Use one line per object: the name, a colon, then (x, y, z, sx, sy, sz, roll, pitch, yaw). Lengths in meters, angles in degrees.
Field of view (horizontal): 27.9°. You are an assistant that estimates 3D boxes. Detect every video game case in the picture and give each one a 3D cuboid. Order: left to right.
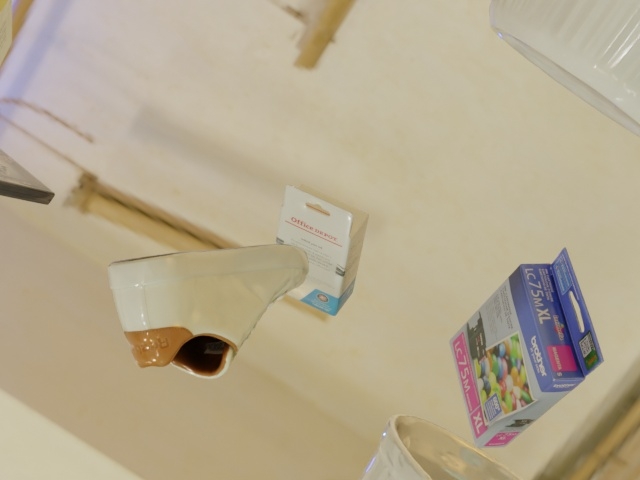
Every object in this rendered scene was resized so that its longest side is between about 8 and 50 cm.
video game case: (-0.513, -0.144, 1.773, 0.026, 0.274, 0.196, -56, -19, 7)

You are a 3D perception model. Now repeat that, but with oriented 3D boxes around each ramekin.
ramekin: (0.145, 0.308, 1.281, 0.135, 0.277, 0.277, -55, 3, 8)
ramekin: (0.286, -0.200, 1.255, 0.127, 0.273, 0.273, -54, 3, 8)

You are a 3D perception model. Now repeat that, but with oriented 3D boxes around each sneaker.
sneaker: (-0.102, 0.069, 1.258, 0.106, 0.123, 0.290, -10, -1, 31)

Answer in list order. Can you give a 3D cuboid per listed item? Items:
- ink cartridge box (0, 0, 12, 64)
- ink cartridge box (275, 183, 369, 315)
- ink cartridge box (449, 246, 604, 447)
ink cartridge box: (-0.414, -0.232, 1.268, 0.232, 0.171, 0.168, 110, 179, -59)
ink cartridge box: (0.000, 0.000, 1.692, 0.060, 0.104, 0.180, -48, -23, -45)
ink cartridge box: (0.290, 0.161, 1.877, 0.311, 0.065, 0.185, 126, 139, -53)
